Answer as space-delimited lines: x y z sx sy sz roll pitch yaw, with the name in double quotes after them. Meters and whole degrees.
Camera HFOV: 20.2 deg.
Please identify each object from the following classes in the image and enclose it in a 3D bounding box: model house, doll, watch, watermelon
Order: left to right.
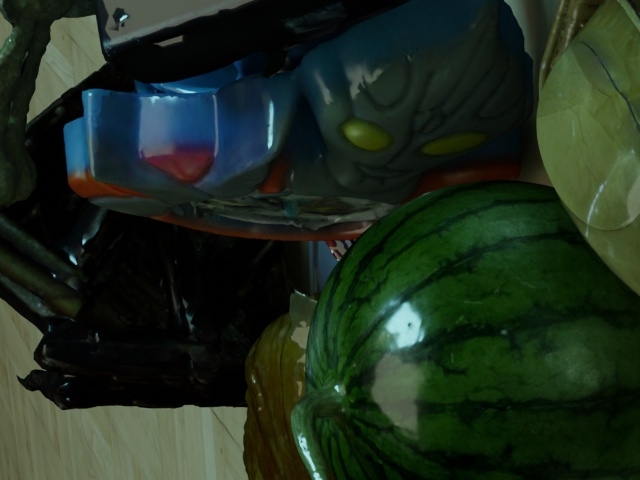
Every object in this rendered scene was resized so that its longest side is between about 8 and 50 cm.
-0.157 -0.165 0.998 0.091 0.286 0.202 22 170 23 "doll"
-0.105 0.012 1.347 0.282 0.297 0.317 46 164 -4 "model house"
-0.003 -0.151 0.968 0.305 0.241 0.274 -26 62 58 "watch"
0.074 0.065 0.834 0.188 0.214 0.188 175 90 -66 "watermelon"

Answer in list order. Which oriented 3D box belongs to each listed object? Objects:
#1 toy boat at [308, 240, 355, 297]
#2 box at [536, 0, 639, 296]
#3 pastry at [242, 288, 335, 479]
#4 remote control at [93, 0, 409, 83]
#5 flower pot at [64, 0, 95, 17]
0.008 0.002 1.234 0.219 0.072 0.318 -129 30 -60 "toy boat"
0.147 -0.032 0.742 0.111 0.111 0.177 101 152 -48 "box"
0.052 0.175 1.087 0.329 0.136 0.330 169 90 -70 "pastry"
0.039 -0.166 0.752 0.399 0.062 0.144 -15 83 40 "remote control"
-0.204 -0.284 1.504 0.235 0.235 0.148 56 171 49 "flower pot"
